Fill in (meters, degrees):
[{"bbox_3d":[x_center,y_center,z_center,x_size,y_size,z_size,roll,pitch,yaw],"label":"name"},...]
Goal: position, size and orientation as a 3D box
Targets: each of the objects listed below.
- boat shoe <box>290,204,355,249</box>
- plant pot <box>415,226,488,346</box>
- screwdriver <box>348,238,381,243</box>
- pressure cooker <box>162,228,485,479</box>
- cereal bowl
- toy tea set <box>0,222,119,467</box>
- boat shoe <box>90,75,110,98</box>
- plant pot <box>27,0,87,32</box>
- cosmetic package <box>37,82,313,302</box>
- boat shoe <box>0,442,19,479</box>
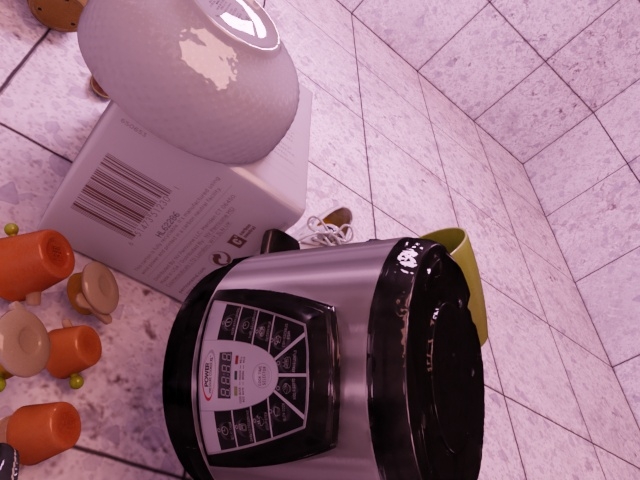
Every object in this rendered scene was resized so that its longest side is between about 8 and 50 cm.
[{"bbox_3d":[0.006,0.006,1.300,0.136,0.156,0.367,48,32,-2],"label":"boat shoe"},{"bbox_3d":[0.330,0.158,1.478,0.294,0.274,0.275,60,31,-12],"label":"plant pot"},{"bbox_3d":[0.123,0.008,1.567,0.025,0.024,0.169,34,24,32],"label":"screwdriver"},{"bbox_3d":[-0.010,0.196,0.775,0.370,0.420,0.376,-53,129,-51],"label":"pressure cooker"},{"bbox_3d":[-0.160,-0.282,0.798,0.338,0.141,0.339,29,39,-27],"label":"cereal bowl"},{"bbox_3d":[-0.402,0.136,0.753,0.336,0.124,0.200,-97,165,-46],"label":"toy tea set"},{"bbox_3d":[-0.457,-0.379,1.218,0.064,0.060,0.178,35,36,-23],"label":"boat shoe"},{"bbox_3d":[-0.557,-0.594,1.198,0.237,0.237,0.255,16,61,-41],"label":"plant pot"},{"bbox_3d":[-0.239,-0.162,1.011,0.327,0.329,0.394,31,38,-25],"label":"cosmetic package"},{"bbox_3d":[-0.349,0.363,0.560,0.091,0.114,0.303,23,53,-35],"label":"boat shoe"}]
